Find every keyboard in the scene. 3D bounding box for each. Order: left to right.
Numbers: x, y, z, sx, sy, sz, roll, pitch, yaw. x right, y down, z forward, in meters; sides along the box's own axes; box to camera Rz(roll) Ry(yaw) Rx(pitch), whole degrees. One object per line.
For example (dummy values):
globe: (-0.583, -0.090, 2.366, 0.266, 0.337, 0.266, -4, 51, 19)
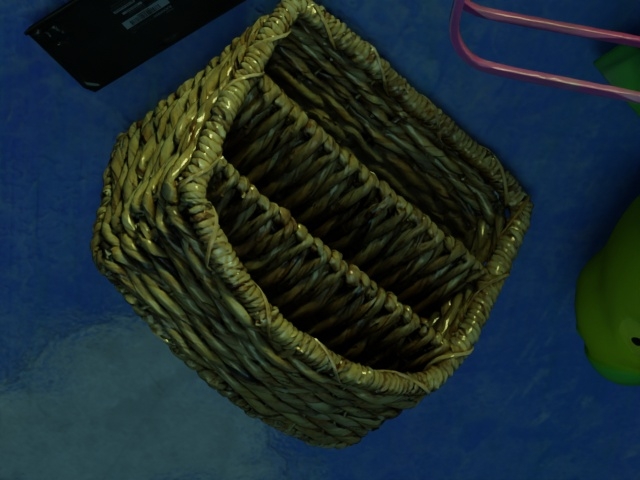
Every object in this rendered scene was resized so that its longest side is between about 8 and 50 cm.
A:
keyboard: (-0.145, -0.191, 1.320, 0.180, 0.023, 0.108, -28, 128, 23)

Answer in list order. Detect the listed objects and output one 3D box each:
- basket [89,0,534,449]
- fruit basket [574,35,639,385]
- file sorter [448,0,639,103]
basket: (0.000, 0.000, 1.339, 0.223, 0.213, 0.299, -35, 119, 28)
fruit basket: (0.348, 0.004, 1.310, 0.392, 0.283, 0.392, -3, 115, -7)
file sorter: (0.183, -0.245, 1.087, 0.182, 0.290, 0.202, 12, 128, -2)
